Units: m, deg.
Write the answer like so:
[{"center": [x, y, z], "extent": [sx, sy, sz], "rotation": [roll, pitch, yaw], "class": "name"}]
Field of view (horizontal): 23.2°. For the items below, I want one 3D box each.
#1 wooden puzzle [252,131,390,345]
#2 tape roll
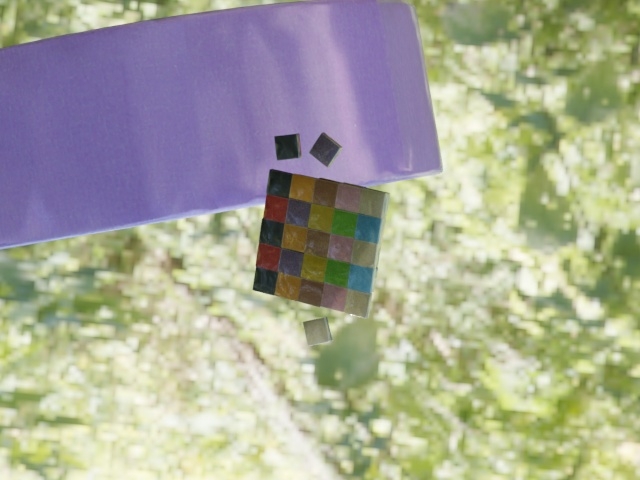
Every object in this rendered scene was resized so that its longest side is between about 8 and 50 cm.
[{"center": [0.000, 0.000, 0.604], "extent": [0.049, 0.083, 0.006], "rotation": [13, -169, 20], "class": "wooden puzzle"}, {"center": [-0.079, -0.054, 0.799], "extent": [0.274, 0.090, 0.275], "rotation": [-10, -179, 0], "class": "tape roll"}]
